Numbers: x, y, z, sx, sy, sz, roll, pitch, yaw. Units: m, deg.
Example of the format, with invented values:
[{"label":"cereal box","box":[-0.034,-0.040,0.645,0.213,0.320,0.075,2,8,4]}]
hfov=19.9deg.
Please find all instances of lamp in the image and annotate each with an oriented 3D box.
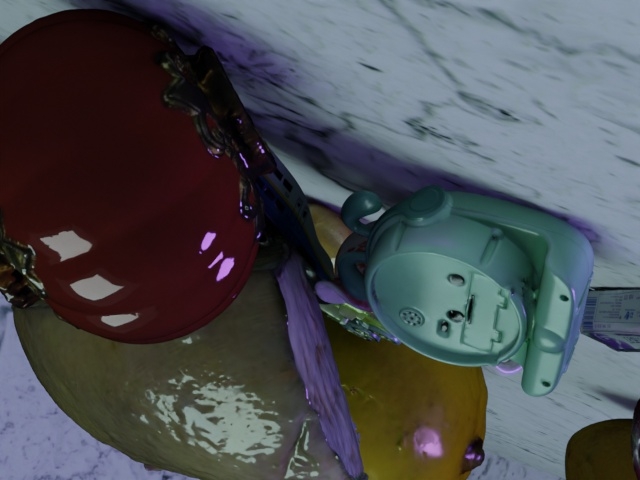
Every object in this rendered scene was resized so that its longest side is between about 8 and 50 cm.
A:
[{"label":"lamp","box":[-0.139,-0.037,1.177,0.227,0.227,0.227,22,173,3]}]

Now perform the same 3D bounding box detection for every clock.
[{"label":"clock","box":[0.098,0.031,1.311,0.188,0.060,0.148,17,141,15]}]

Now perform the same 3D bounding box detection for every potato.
[{"label":"potato","box":[0.000,0.000,1.644,0.068,0.062,0.083,-9,-129,-48]},{"label":"potato","box":[-0.113,0.123,1.365,0.264,0.211,0.189,-10,-171,13]}]

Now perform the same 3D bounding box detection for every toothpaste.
[{"label":"toothpaste","box":[0.256,0.062,1.405,0.047,0.040,0.196,22,173,-14]}]

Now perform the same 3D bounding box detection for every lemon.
[{"label":"lemon","box":[0.031,0.173,1.944,0.297,0.297,0.297,22,173,3]}]

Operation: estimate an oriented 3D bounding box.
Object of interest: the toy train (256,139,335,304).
[{"label":"toy train","box":[-0.041,-0.024,1.435,0.052,0.051,0.234,7,154,33]}]

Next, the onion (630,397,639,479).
[{"label":"onion","box":[0.338,0.197,1.460,0.195,0.218,0.140,15,-161,11]}]

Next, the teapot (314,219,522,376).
[{"label":"teapot","box":[0.098,0.043,1.472,0.245,0.116,0.159,31,156,-34]}]

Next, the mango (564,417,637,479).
[{"label":"mango","box":[0.437,0.324,2.095,0.264,0.221,0.378,23,-175,-42]}]

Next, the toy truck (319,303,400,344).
[{"label":"toy truck","box":[0.030,0.037,1.747,0.116,0.085,0.191,27,174,-8]}]
